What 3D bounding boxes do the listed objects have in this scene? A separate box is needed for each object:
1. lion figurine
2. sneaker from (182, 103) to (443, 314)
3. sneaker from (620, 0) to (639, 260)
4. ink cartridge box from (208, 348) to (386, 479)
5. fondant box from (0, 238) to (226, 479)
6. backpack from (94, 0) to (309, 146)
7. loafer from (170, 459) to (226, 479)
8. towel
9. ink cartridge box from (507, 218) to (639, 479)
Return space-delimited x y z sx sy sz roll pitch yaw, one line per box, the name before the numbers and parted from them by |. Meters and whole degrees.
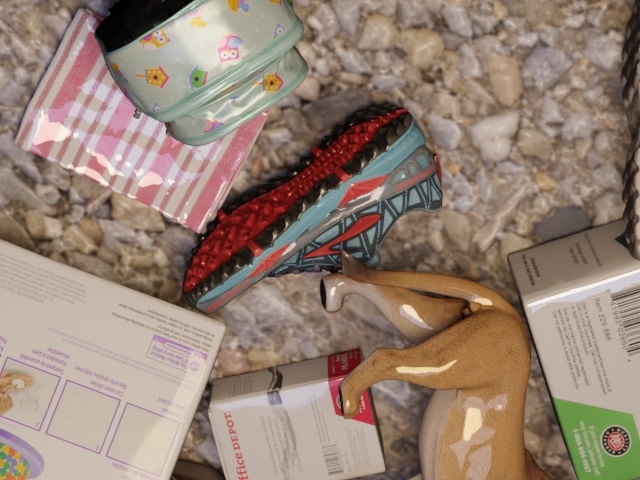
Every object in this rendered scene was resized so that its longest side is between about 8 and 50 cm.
lion figurine | 0.132 0.174 1.446 0.240 0.142 0.392 -6 117 -6
sneaker | 0.000 0.000 1.442 0.262 0.104 0.125 -35 119 5
sneaker | 0.322 -0.121 1.382 0.115 0.105 0.281 2 90 1
ink cartridge box | -0.022 0.176 1.534 0.150 0.063 0.109 -12 110 4
fondant box | -0.252 0.189 1.435 0.238 0.096 0.330 21 80 -2
backpack | -0.094 -0.162 1.327 0.166 0.188 0.144 -31 101 -2
loafer | -0.260 0.259 1.525 0.366 0.130 0.133 3 110 -2
towel | -0.160 -0.105 1.446 0.197 0.029 0.144 26 107 -10
ink cartridge box | 0.342 0.081 1.473 0.289 0.121 0.211 -17 110 5
